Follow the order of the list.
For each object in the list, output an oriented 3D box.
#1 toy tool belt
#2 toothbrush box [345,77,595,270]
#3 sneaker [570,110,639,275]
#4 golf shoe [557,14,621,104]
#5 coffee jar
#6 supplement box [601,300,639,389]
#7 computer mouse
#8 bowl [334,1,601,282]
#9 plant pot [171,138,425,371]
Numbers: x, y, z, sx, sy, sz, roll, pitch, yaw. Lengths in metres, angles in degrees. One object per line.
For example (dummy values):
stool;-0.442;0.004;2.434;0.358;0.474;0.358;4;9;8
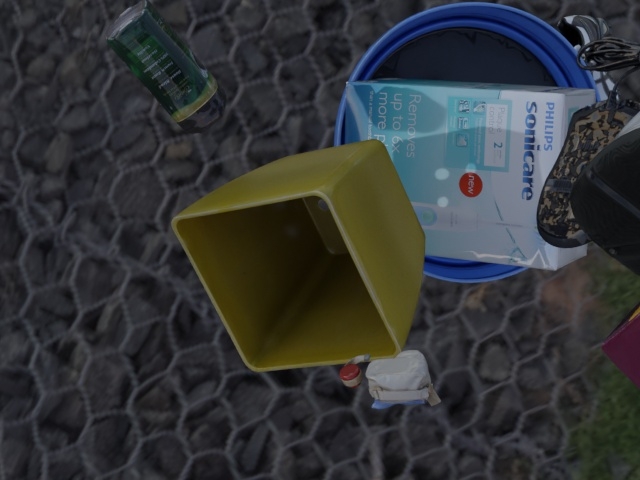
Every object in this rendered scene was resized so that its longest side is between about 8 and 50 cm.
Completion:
toy tool belt;0.063;0.133;1.247;0.052;0.083;0.051;-69;144;-50
toothbrush box;0.185;-0.090;1.754;0.126;0.295;0.216;-18;113;-60
sneaker;0.362;-0.131;0.960;0.169;0.447;0.257;38;60;-7
golf shoe;0.390;-0.242;2.070;0.094;0.077;0.198;7;69;-36
coffee jar;-0.205;-0.231;1.878;0.079;0.096;0.184;-38;111;8
supplement box;0.201;-0.009;0.504;0.081;0.104;0.188;44;64;7
computer mouse;0.343;-0.102;1.500;0.060;0.184;0.262;35;65;-43
bowl;0.206;-0.137;1.961;0.391;0.077;0.391;-1;95;-10
plant pot;0.000;0.000;1.560;0.187;0.212;0.212;-52;124;-46
